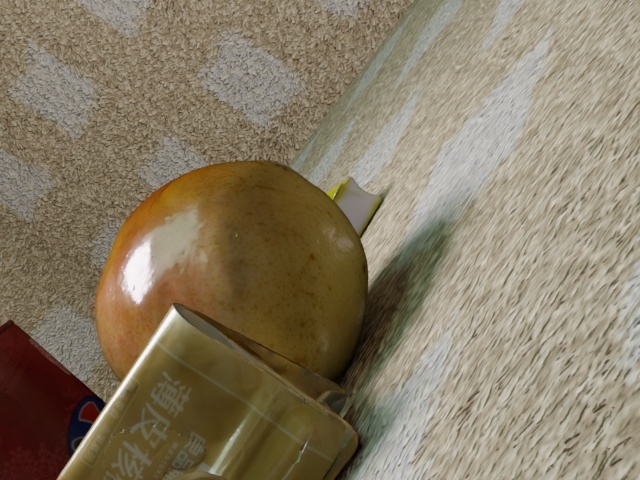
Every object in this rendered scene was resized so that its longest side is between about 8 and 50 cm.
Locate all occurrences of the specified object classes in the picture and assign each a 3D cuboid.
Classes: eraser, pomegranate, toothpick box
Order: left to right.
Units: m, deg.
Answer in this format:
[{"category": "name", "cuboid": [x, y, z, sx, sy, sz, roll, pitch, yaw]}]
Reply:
[{"category": "toothpick box", "cuboid": [-0.280, 0.269, 1.284, 0.204, 0.333, 0.204, -48, 5, 6]}, {"category": "pomegranate", "cuboid": [-0.092, 0.075, 1.290, 0.319, 0.319, 0.319, -55, 7, 11]}, {"category": "eraser", "cuboid": [0.000, 0.000, 1.779, 0.158, 0.069, 0.226, -56, 6, -16]}]

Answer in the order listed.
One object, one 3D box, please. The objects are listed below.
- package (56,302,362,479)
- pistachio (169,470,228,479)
[{"category": "package", "cuboid": [-0.111, 0.249, 1.055, 0.311, 0.221, 0.165, -56, 28, 6]}, {"category": "pistachio", "cuboid": [-0.133, 0.312, 0.879, 0.181, 0.162, 0.293, 4, 55, 39]}]
